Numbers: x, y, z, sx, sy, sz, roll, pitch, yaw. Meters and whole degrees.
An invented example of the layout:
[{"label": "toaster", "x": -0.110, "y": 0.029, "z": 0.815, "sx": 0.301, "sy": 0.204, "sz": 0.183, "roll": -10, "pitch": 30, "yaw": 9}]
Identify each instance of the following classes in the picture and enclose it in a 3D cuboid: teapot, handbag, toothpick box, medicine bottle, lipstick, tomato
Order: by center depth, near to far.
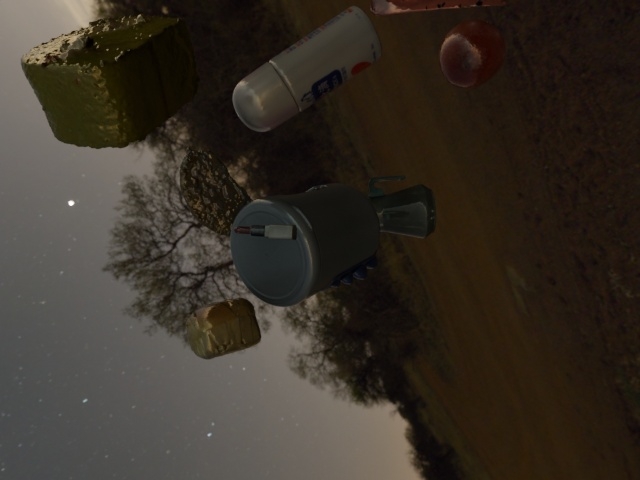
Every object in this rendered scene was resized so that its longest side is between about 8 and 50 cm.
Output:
[{"label": "handbag", "x": 0.188, "y": -0.425, "z": 0.720, "sx": 0.059, "sy": 0.213, "sz": 0.157, "roll": 81, "pitch": -168, "yaw": -50}, {"label": "lipstick", "x": -0.094, "y": -0.016, "z": 0.753, "sx": 0.025, "sy": 0.108, "sz": 0.025, "roll": 9, "pitch": -97, "yaw": -78}, {"label": "medicine bottle", "x": -0.039, "y": -0.367, "z": 0.997, "sx": 0.130, "sy": 0.341, "sz": 0.130, "roll": 57, "pitch": 179, "yaw": 1}, {"label": "toothpick box", "x": 0.000, "y": 0.000, "z": 1.052, "sx": 0.355, "sy": 0.263, "sz": 0.262, "roll": -23, "pitch": -99, "yaw": -51}, {"label": "teapot", "x": 0.233, "y": -0.101, "z": 1.400, "sx": 0.171, "sy": 0.226, "sz": 0.202, "roll": 61, "pitch": -154, "yaw": -81}, {"label": "tomato", "x": 0.614, "y": -0.752, "z": 1.837, "sx": 0.264, "sy": 0.265, "sz": 0.265, "roll": 60, "pitch": 180, "yaw": 1}]

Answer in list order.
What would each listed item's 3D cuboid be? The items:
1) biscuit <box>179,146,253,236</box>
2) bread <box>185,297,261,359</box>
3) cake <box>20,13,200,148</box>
[{"label": "biscuit", "x": -0.244, "y": -0.093, "z": 1.094, "sx": 0.289, "sy": 0.141, "sz": 0.038, "roll": 49, "pitch": 171, "yaw": -21}, {"label": "bread", "x": -0.205, "y": 0.180, "z": 0.936, "sx": 0.236, "sy": 0.140, "sz": 0.105, "roll": -30, "pitch": 76, "yaw": 67}, {"label": "cake", "x": -0.317, "y": -0.261, "z": 0.703, "sx": 0.260, "sy": 0.179, "sz": 0.156, "roll": -65, "pitch": -19, "yaw": -47}]
